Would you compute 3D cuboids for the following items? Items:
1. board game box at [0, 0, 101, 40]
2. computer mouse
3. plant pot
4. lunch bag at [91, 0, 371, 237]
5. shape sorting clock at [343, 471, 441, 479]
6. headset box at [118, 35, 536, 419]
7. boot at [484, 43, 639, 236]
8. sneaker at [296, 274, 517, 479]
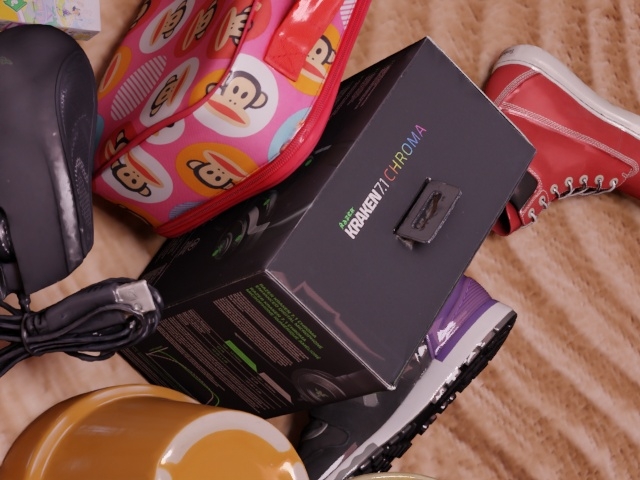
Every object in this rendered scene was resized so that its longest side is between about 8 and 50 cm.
[{"bbox_3d":[-0.232,-0.242,1.350,0.103,0.026,0.154,2,76,-34],"label":"board game box"},{"bbox_3d":[-0.219,-0.041,1.223,0.072,0.189,0.272,28,50,-62],"label":"computer mouse"},{"bbox_3d":[-0.108,0.197,1.217,0.205,0.188,0.205,10,72,-31],"label":"plant pot"},{"bbox_3d":[-0.053,-0.162,1.296,0.120,0.258,0.293,35,55,-22],"label":"lunch bag"},{"bbox_3d":[0.047,0.272,1.328,0.206,0.040,0.206,-5,115,-10],"label":"shape sorting clock"},{"bbox_3d":[0.000,0.000,1.284,0.131,0.283,0.246,44,57,-16],"label":"headset box"},{"bbox_3d":[0.241,-0.049,1.581,0.244,0.088,0.176,31,62,-14],"label":"boot"},{"bbox_3d":[0.030,0.125,1.404,0.124,0.107,0.283,39,63,15],"label":"sneaker"}]
